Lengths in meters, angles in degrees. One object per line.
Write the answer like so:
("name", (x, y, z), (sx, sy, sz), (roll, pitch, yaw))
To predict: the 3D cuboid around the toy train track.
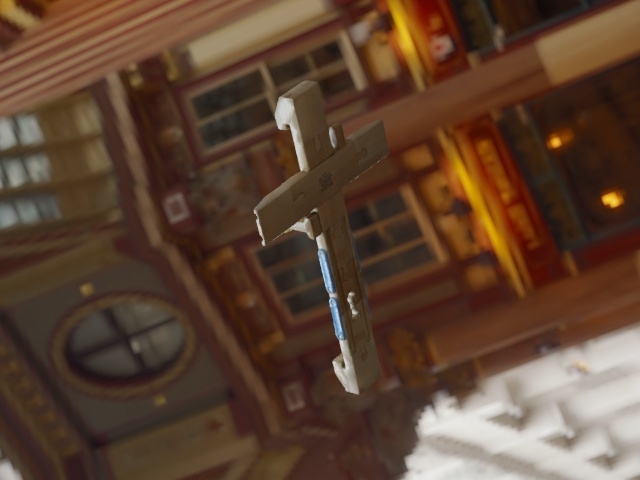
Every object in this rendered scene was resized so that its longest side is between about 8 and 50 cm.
("toy train track", (0.000, 0.000, 0.408), (0.048, 0.014, 0.083), (-37, -54, -38))
